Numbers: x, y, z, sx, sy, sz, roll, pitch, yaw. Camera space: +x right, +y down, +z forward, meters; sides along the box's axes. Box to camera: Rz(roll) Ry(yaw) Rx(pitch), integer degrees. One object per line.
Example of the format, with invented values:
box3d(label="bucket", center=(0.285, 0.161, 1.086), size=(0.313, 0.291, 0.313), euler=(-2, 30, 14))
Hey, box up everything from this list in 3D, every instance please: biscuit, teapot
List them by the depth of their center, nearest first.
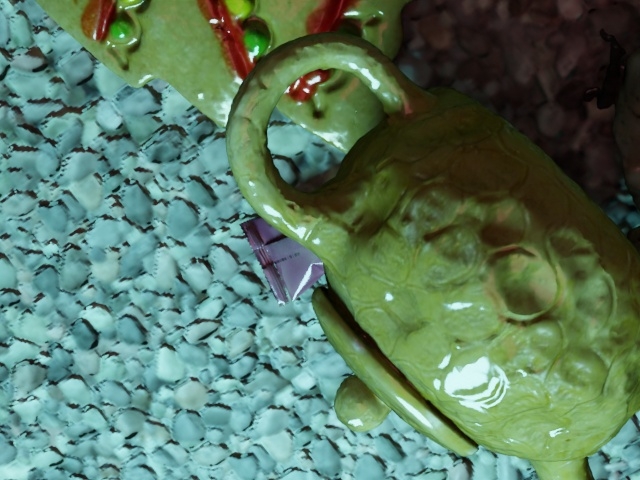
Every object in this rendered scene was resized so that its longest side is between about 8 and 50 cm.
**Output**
box3d(label="teapot", center=(0.062, 0.029, 0.718), size=(0.167, 0.203, 0.311), euler=(-44, 113, 2))
box3d(label="biscuit", center=(-0.051, -0.150, 0.776), size=(0.238, 0.041, 0.212), euler=(-3, 108, 7))

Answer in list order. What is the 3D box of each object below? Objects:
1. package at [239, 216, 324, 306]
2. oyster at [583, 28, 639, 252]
box3d(label="package", center=(0.000, 0.000, 0.821), size=(0.083, 0.029, 0.059), euler=(-22, 97, 13))
box3d(label="oyster", center=(0.226, -0.116, 0.696), size=(0.198, 0.133, 0.337), euler=(-2, 132, -24))
